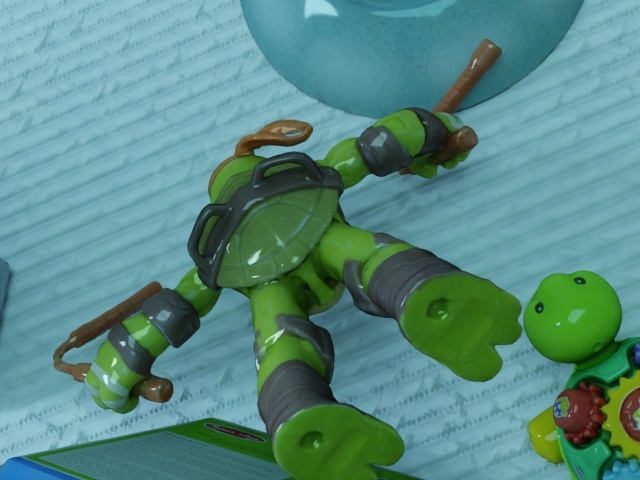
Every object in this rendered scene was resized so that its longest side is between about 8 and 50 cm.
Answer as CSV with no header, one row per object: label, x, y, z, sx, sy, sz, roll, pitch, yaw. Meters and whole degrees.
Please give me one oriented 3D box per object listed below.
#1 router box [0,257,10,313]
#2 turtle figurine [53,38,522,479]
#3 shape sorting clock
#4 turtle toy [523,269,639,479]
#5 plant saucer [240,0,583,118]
router box,-0.348,-0.008,0.654,0.301,0.335,0.082,3,73,15
turtle figurine,0.000,0.000,0.653,0.269,0.087,0.217,-34,33,-5
shape sorting clock,-0.035,0.116,0.614,0.206,0.206,0.040,7,97,15
turtle toy,0.138,0.071,0.657,0.095,0.066,0.130,-35,68,0
plant saucer,0.045,-0.160,0.771,0.195,0.037,0.195,-4,71,13
